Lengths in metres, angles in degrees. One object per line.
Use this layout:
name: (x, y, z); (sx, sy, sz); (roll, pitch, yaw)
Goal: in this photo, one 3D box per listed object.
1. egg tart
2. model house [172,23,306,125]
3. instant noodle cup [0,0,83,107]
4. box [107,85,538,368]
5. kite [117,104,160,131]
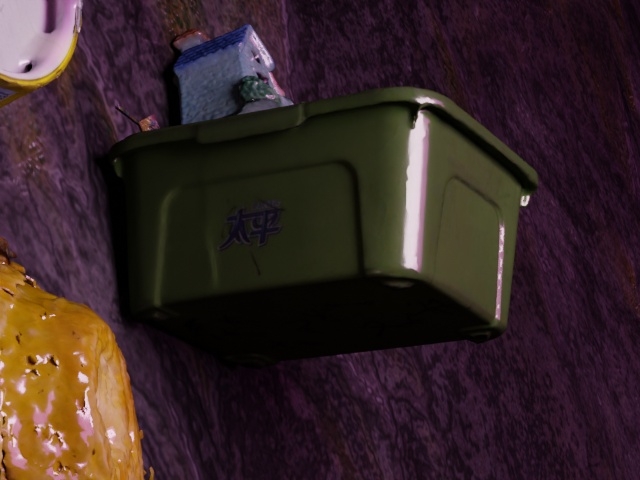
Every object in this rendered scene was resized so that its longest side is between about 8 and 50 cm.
egg tart: (-0.185, 0.133, 1.238); (0.295, 0.116, 0.294); (-10, 90, -83)
model house: (-0.080, -0.147, 1.767); (0.148, 0.119, 0.148); (30, 39, -56)
instant noodle cup: (-0.296, -0.166, 1.203); (0.264, 0.200, 0.264); (42, 38, -45)
box: (0.000, 0.000, 1.586); (0.253, 0.329, 0.177); (28, 61, -55)
kite: (-0.160, -0.098, 1.680); (0.078, 0.002, 0.044); (9, 65, -65)
